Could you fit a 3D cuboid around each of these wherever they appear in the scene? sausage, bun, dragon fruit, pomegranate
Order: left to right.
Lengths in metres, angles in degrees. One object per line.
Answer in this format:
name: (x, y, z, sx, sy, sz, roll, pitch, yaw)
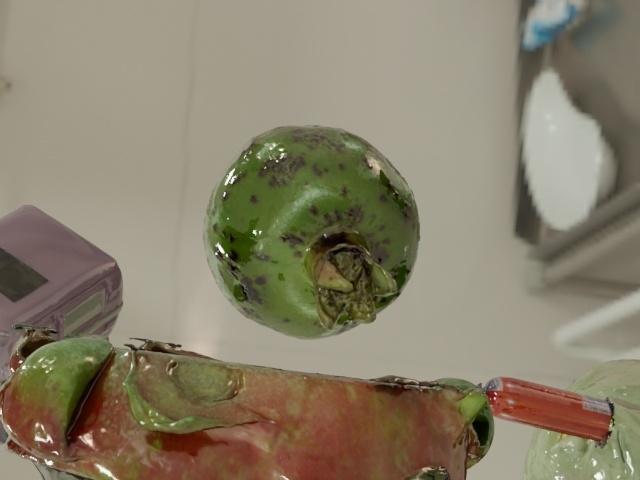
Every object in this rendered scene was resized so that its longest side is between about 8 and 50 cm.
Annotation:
dragon fruit: (-0.035, 0.119, 0.945, 0.268, 0.295, 0.130, 168, 110, -66)
pomegranate: (0.000, 0.000, 1.653, 0.263, 0.211, 0.211, -136, 54, -66)
sausage: (0.206, 0.158, 1.648, 0.048, 0.145, 0.050, -140, 67, -67)
bun: (0.303, 0.256, 1.848, 0.283, 0.179, 0.283, -31, 52, 50)

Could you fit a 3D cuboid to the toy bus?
toy bus: (-0.285, 0.074, 1.545, 0.202, 0.142, 0.142, -37, -24, -50)
